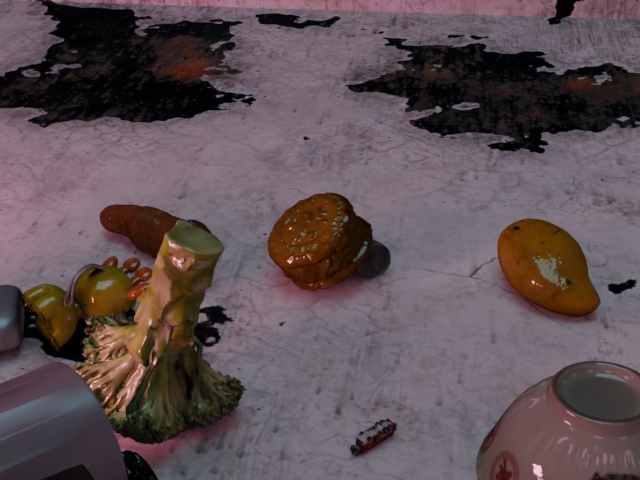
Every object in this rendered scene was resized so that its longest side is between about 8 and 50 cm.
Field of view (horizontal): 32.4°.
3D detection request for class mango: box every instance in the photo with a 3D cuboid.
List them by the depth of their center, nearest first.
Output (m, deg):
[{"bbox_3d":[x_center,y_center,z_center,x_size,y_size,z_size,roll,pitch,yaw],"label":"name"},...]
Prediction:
[{"bbox_3d":[0.418,0.043,2.035,0.157,0.109,0.262,-6,30,-19],"label":"mango"}]

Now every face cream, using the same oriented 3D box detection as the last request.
[{"bbox_3d":[-0.683,0.145,1.882,0.337,0.080,0.163,-6,30,-10],"label":"face cream"}]

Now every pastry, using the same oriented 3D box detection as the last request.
[{"bbox_3d":[0.000,0.000,2.061,0.189,0.103,0.188,-22,38,19],"label":"pastry"}]

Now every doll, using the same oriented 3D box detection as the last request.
[{"bbox_3d":[-0.399,0.094,1.920,0.221,0.135,0.143,-30,36,-24],"label":"doll"}]

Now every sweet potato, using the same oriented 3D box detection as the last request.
[{"bbox_3d":[-0.306,-0.009,2.159,0.354,0.095,0.106,14,-15,45],"label":"sweet potato"}]

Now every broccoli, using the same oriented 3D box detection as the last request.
[{"bbox_3d":[-0.210,0.143,1.621,0.221,0.361,0.252,-18,70,-42],"label":"broccoli"}]

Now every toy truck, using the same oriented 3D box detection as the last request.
[{"bbox_3d":[0.079,0.295,1.652,0.083,0.032,0.024,-22,38,-39],"label":"toy truck"}]

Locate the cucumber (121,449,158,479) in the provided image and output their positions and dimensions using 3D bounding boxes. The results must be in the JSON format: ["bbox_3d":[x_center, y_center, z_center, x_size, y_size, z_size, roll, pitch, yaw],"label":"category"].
[{"bbox_3d":[-0.202,0.381,1.449,0.072,0.072,0.300,-18,32,-29],"label":"cucumber"}]

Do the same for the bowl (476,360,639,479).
[{"bbox_3d":[0.393,0.275,1.556,0.337,0.157,0.337,-1,29,0],"label":"bowl"}]

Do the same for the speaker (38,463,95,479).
[{"bbox_3d":[-0.279,0.422,1.183,0.184,0.254,0.232,-18,33,-31],"label":"speaker"}]

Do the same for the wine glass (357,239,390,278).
[{"bbox_3d":[0.069,0.008,2.139,0.073,0.073,0.155,-13,32,-23],"label":"wine glass"}]

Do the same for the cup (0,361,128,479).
[{"bbox_3d":[-0.419,0.350,1.382,0.327,0.237,0.323,-21,64,-35],"label":"cup"}]
